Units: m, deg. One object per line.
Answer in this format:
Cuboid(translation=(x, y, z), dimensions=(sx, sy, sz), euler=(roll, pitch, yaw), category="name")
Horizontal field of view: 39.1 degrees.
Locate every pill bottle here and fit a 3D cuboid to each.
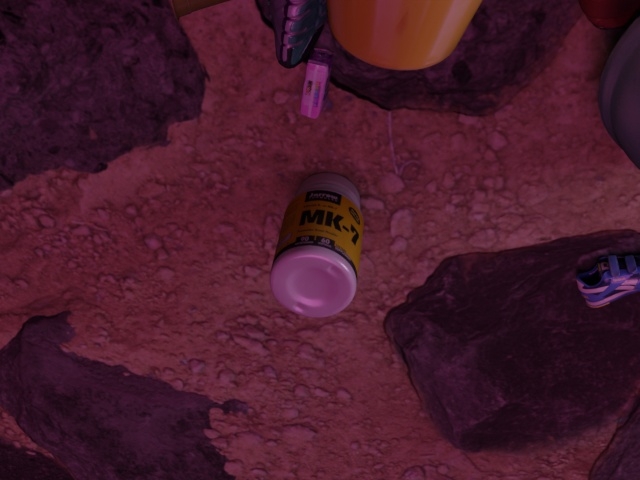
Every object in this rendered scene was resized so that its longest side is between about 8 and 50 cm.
Cuboid(translation=(0.000, 0.000, 1.283), dimensions=(0.119, 0.209, 0.119), euler=(4, 127, 5), category="pill bottle")

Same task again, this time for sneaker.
Cuboid(translation=(0.452, 0.049, 1.359), dimensions=(0.144, 0.053, 0.059), euler=(-32, 114, 26), category="sneaker")
Cuboid(translation=(-0.041, -0.332, 1.142), dimensions=(0.098, 0.083, 0.224), euler=(30, 132, 19), category="sneaker")

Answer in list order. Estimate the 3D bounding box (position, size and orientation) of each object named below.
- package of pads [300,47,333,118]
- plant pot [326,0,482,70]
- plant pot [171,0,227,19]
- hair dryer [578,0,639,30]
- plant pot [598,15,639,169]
Cuboid(translation=(-0.005, -0.213, 1.223), dimensions=(0.031, 0.050, 0.083), euler=(13, 127, 4), category="package of pads")
Cuboid(translation=(0.100, -0.334, 1.016), dimensions=(0.253, 0.254, 0.239), euler=(10, 143, 0), category="plant pot")
Cuboid(translation=(-0.151, -0.328, 1.148), dimensions=(0.079, 0.083, 0.083), euler=(-9, 126, -2), category="plant pot")
Cuboid(translation=(0.416, -0.333, 1.073), dimensions=(0.293, 0.080, 0.223), euler=(29, 123, -31), category="hair dryer")
Cuboid(translation=(0.507, -0.148, 1.074), dimensions=(0.292, 0.196, 0.293), euler=(-5, 134, -5), category="plant pot")
